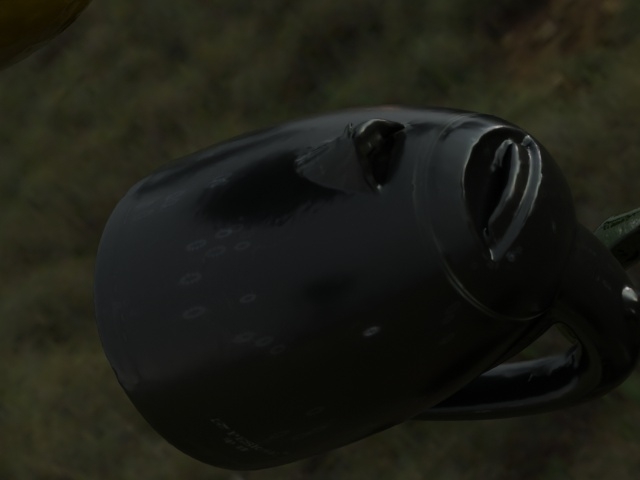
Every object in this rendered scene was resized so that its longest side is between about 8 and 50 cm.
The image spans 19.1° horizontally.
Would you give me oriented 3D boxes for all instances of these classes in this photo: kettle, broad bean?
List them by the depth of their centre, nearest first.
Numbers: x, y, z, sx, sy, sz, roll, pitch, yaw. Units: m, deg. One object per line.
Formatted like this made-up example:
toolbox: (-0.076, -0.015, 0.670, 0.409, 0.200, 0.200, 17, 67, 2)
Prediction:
kettle: (0.051, 0.028, 1.160, 0.290, 0.268, 0.207, -21, 42, 43)
broad bean: (0.221, 0.025, 1.499, 0.195, 0.061, 0.046, 102, -179, -51)

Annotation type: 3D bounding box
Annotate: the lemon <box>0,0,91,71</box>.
lemon: (-0.242, -0.229, 1.108, 0.297, 0.297, 0.297, -39, 21, 18)
